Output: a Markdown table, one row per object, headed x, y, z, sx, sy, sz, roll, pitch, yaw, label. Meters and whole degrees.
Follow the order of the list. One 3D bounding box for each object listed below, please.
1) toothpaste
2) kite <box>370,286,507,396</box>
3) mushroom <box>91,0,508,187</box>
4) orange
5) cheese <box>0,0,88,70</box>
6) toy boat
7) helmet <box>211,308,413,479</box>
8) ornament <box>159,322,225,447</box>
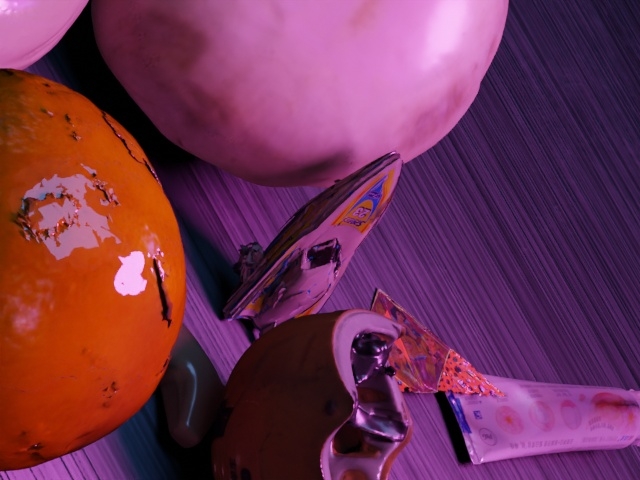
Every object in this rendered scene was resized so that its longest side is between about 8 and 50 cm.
| x | y | z | sx | sy | sz | roll | pitch | yaw | label |
| --- | --- | --- | --- | --- | --- | --- | --- | --- | --- |
| 0.233 | 0.177 | 1.788 | 0.323 | 0.066 | 0.100 | 8 | 56 | -47 | toothpaste |
| 0.078 | 0.094 | 1.666 | 0.222 | 0.008 | 0.125 | 6 | 52 | -44 | kite |
| -0.034 | -0.225 | 1.515 | 0.325 | 0.353 | 0.353 | -11 | 72 | -42 | mushroom |
| -0.199 | 0.017 | 1.094 | 0.246 | 0.246 | 0.246 | 37 | 36 | -33 | orange |
| -0.285 | -0.244 | 1.322 | 0.266 | 0.127 | 0.233 | 59 | 30 | 3 | cheese |
| 0.000 | 0.000 | 1.461 | 0.084 | 0.210 | 0.066 | 16 | 36 | -39 | toy boat |
| -0.012 | 0.157 | 1.351 | 0.198 | 0.130 | 0.224 | -47 | 140 | -60 | helmet |
| -0.156 | 0.043 | 1.319 | 0.245 | 0.061 | 0.230 | 14 | 53 | -59 | ornament |
